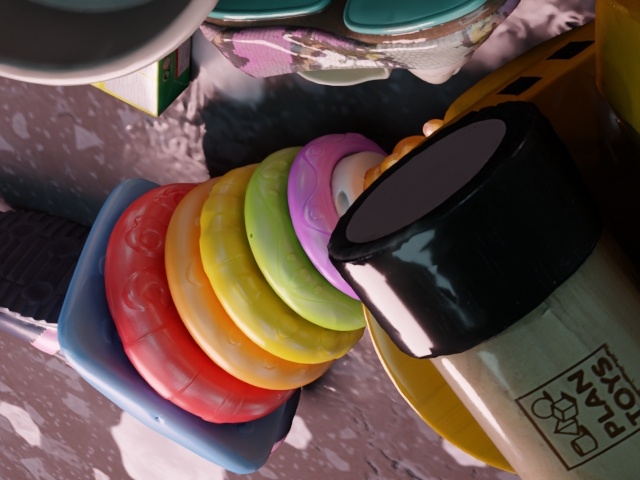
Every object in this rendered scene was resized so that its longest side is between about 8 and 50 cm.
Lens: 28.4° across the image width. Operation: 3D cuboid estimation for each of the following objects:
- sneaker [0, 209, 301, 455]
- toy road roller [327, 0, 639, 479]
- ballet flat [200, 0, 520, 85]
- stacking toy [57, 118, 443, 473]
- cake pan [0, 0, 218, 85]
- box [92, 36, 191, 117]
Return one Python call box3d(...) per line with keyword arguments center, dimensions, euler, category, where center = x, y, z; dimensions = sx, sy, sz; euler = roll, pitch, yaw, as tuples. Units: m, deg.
box3d(center=(-0.162, 0.081, 0.975), dimensions=(0.319, 0.112, 0.131), euler=(22, 137, 22), category="sneaker")
box3d(center=(0.167, -0.030, 0.520), dimensions=(0.329, 0.240, 0.202), euler=(-35, 106, 13), category="toy road roller")
box3d(center=(0.027, -0.115, 0.665), dimensions=(0.221, 0.077, 0.079), euler=(5, 150, 42), category="ballet flat")
box3d(center=(0.000, 0.000, 0.749), dimensions=(0.175, 0.166, 0.302), euler=(38, 134, -24), category="stacking toy")
box3d(center=(-0.152, -0.216, 0.603), dimensions=(0.293, 0.054, 0.293), euler=(14, 128, 19), category="cake pan")
box3d(center=(-0.164, -0.159, 0.792), dimensions=(0.179, 0.043, 0.105), euler=(26, 141, 13), category="box")
